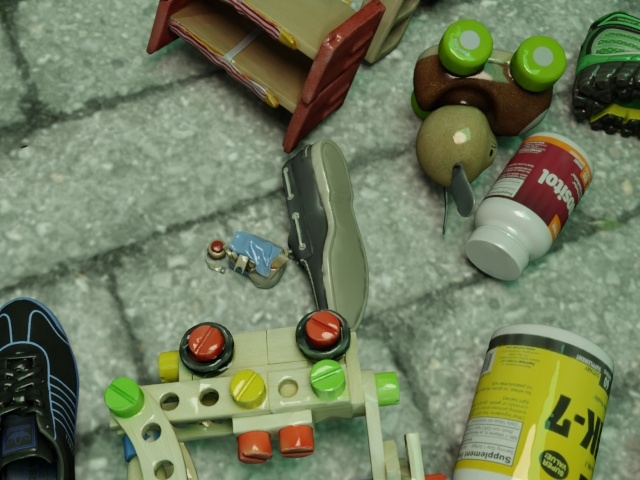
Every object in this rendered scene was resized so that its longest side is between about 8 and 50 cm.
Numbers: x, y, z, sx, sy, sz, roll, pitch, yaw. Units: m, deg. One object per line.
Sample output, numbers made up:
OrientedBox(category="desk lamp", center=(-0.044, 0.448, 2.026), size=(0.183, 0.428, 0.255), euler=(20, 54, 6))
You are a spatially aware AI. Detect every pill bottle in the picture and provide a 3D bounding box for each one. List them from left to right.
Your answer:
OrientedBox(category="pill bottle", center=(0.217, -0.034, 0.884), size=(0.086, 0.086, 0.152), euler=(34, 67, 7))
OrientedBox(category="pill bottle", center=(0.188, 0.192, 0.765), size=(0.119, 0.119, 0.208), euler=(21, 66, 1))

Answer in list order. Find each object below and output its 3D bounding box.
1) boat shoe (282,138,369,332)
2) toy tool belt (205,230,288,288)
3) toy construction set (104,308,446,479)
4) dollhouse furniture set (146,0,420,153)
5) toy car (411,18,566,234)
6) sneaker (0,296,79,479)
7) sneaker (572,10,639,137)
OrientedBox(category="boat shoe", center=(0.000, 0.000, 0.864), size=(0.065, 0.075, 0.206), euler=(-17, 70, 31))
OrientedBox(category="toy tool belt", center=(-0.073, 0.012, 0.839), size=(0.083, 0.051, 0.052), euler=(21, 66, 1))
OrientedBox(category="toy construction set", center=(-0.047, 0.180, 0.717), size=(0.328, 0.151, 0.215), euler=(2, 56, -12))
OrientedBox(category="dollhouse furniture set", center=(0.011, -0.288, 0.952), size=(0.201, 0.152, 0.374), euler=(38, 50, 9))
OrientedBox(category="toy car", center=(0.160, -0.103, 0.877), size=(0.149, 0.155, 0.188), euler=(12, 75, -3))
OrientedBox(category="sneaker", center=(-0.252, 0.150, 0.732), size=(0.081, 0.090, 0.232), euler=(-10, 69, -12))
OrientedBox(category="sneaker", center=(0.465, -0.188, 0.961), size=(0.344, 0.134, 0.146), euler=(13, 65, -2))
